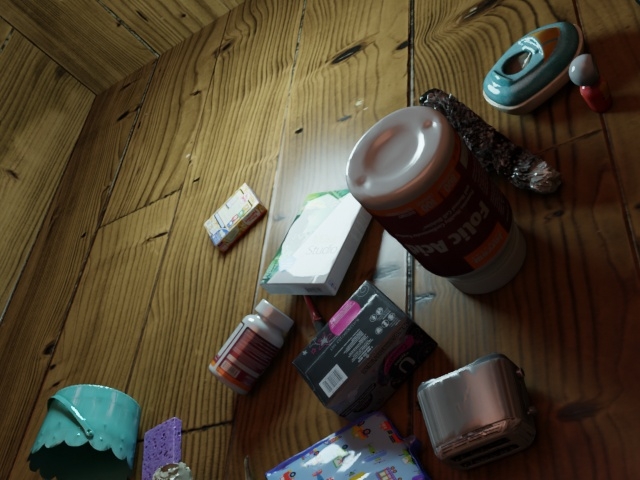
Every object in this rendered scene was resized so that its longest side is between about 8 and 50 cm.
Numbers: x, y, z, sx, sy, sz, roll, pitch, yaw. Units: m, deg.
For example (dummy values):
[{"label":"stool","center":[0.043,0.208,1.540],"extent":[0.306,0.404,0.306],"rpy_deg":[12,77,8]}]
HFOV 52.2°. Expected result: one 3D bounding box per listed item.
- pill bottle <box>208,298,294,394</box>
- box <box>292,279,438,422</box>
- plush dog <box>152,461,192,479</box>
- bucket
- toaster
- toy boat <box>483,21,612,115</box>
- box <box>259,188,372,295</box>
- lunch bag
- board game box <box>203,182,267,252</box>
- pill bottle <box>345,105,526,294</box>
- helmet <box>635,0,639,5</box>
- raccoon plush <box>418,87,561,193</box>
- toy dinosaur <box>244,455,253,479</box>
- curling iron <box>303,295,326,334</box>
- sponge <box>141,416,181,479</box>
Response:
[{"label":"pill bottle","center":[-0.169,0.264,1.636],"extent":[0.221,0.121,0.121],"rpy_deg":[-53,39,-6]},{"label":"box","center":[0.096,0.243,1.392],"extent":[0.247,0.142,0.163],"rpy_deg":[-49,40,2]},{"label":"plush dog","center":[-0.362,0.671,1.472],"extent":[0.225,0.210,0.262],"rpy_deg":[-42,9,31]},{"label":"bucket","center":[-0.618,0.522,1.739],"extent":[0.281,0.281,0.183],"rpy_deg":[-26,41,26]},{"label":"toaster","center":[0.274,0.314,1.177],"extent":[0.227,0.129,0.146],"rpy_deg":[-29,45,21]},{"label":"toy boat","center":[0.532,-0.397,1.504],"extent":[0.267,0.148,0.318],"rpy_deg":[-47,39,2]},{"label":"box","center":[0.000,0.000,1.717],"extent":[0.232,0.058,0.322],"rpy_deg":[-4,47,41]},{"label":"lunch bag","center":[0.067,0.463,1.247],"extent":[0.293,0.138,0.221],"rpy_deg":[-38,28,-2]},{"label":"board game box","center":[-0.273,-0.074,2.071],"extent":[0.193,0.045,0.147],"rpy_deg":[-44,39,5]},{"label":"pill bottle","center":[0.245,-0.062,1.302],"extent":[0.224,0.392,0.224],"rpy_deg":[-25,45,27]},{"label":"helmet","center":[0.762,-0.603,1.447],"extent":[0.169,0.161,0.169],"rpy_deg":[-24,45,27]},{"label":"raccoon plush","center":[0.281,-0.156,1.512],"extent":[0.299,0.216,0.446],"rpy_deg":[-52,39,9]},{"label":"toy dinosaur","center":[-0.155,0.601,1.400],"extent":[0.118,0.064,0.268],"rpy_deg":[-40,37,1]},{"label":"curling iron","center":[0.003,0.188,1.606],"extent":[0.068,0.035,0.274],"rpy_deg":[-35,41,17]},{"label":"sponge","center":[-0.408,0.571,1.678],"extent":[0.117,0.031,0.210],"rpy_deg":[-32,42,20]}]
